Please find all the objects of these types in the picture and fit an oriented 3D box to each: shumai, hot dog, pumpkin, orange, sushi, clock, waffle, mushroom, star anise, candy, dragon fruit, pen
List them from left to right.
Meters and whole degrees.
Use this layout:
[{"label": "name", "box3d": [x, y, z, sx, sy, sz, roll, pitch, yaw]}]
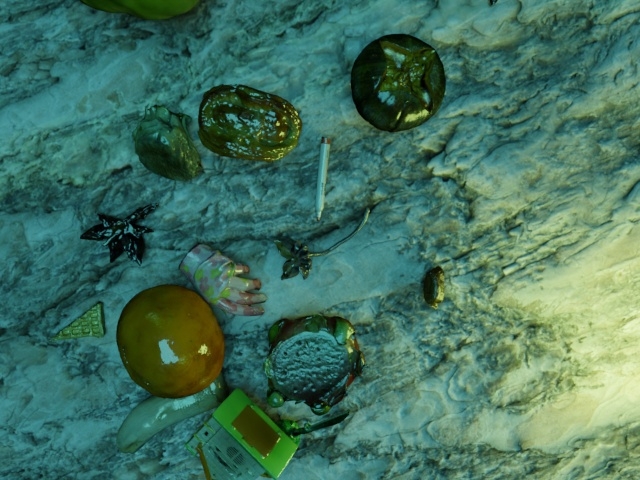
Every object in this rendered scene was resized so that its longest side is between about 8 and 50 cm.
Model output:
[{"label": "waffle", "box3d": [-0.657, 0.218, 1.243, 0.152, 0.023, 0.098, -6, 97, -1]}, {"label": "star anise", "box3d": [-0.509, -0.008, 1.202, 0.212, 0.053, 0.157, -10, 97, -3]}, {"label": "mushroom", "box3d": [-0.404, 0.462, 1.254, 0.351, 0.095, 0.123, -30, 116, 4]}, {"label": "shumai", "box3d": [-0.370, -0.245, 1.156, 0.184, 0.184, 0.142, 19, 67, -4]}, {"label": "orange", "box3d": [-0.359, 0.240, 1.129, 0.226, 0.284, 0.284, -31, 98, -11]}, {"label": "clock", "box3d": [-0.223, 0.549, 1.221, 0.220, 0.106, 0.255, 43, 126, 5]}, {"label": "hot dog", "box3d": [-0.176, -0.287, 1.143, 0.258, 0.114, 0.175, 9, 99, -3]}, {"label": "candy", "box3d": [-0.029, 0.487, 1.204, 0.097, 0.097, 0.323, 48, 129, -7]}, {"label": "dragon fruit", "box3d": [-0.024, 0.322, 1.225, 0.295, 0.130, 0.268, -35, 98, 3]}, {"label": "star anise", "box3d": [0.000, 0.000, 1.240, 0.227, 0.219, 0.148, -19, 63, -38]}, {"label": "pen", "box3d": [0.004, -0.159, 1.212, 0.026, 0.026, 0.218, 5, 98, -3]}, {"label": "pumpkin", "box3d": [0.183, -0.378, 1.122, 0.237, 0.159, 0.238, 3, 79, -14]}, {"label": "sushi", "box3d": [0.311, 0.128, 1.248, 0.060, 0.061, 0.118, 6, 101, -36]}]

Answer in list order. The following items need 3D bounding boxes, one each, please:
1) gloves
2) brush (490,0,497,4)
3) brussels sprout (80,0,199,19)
[{"label": "gloves", "box3d": [-0.245, 0.118, 1.198, 0.241, 0.126, 0.145, 39, 90, 1]}, {"label": "brush", "box3d": [0.435, -0.689, 1.157, 0.062, 0.016, 0.194, -2, 98, -1]}, {"label": "brussels sprout", "box3d": [-0.433, -0.672, 0.962, 0.361, 0.342, 0.425, -43, 86, -3]}]
